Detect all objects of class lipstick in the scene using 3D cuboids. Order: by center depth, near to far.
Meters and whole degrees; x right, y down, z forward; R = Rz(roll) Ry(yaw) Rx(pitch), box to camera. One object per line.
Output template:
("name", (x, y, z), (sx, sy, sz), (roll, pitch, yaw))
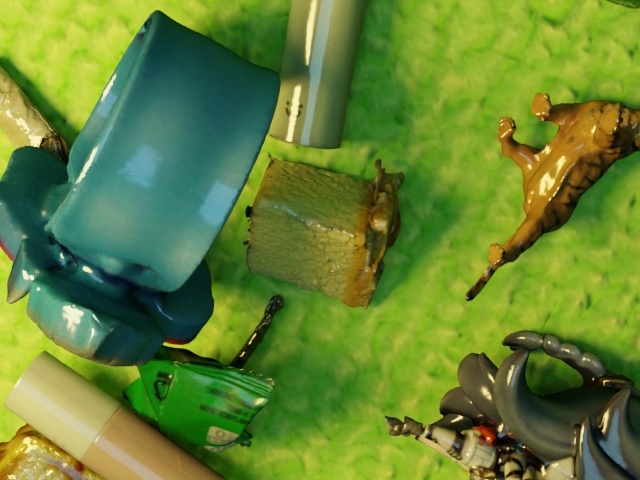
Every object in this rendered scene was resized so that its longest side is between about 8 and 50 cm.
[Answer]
("lipstick", (-0.190, 0.209, 1.291), (0.254, 0.070, 0.070), (36, 103, 0))

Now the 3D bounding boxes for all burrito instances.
("burrito", (-0.299, -0.120, 1.303), (0.041, 0.055, 0.149), (-39, 93, -21))

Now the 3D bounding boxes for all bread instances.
("bread", (0.000, 0.000, 1.265), (0.147, 0.127, 0.152), (13, 119, 5))
("bread", (-0.289, 0.293, 1.360), (0.181, 0.096, 0.222), (38, 103, -4))

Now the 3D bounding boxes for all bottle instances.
("bottle", (0.002, -0.191, 1.237), (0.072, 0.072, 0.201), (11, 102, 5))

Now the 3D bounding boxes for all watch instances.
("watch", (-0.161, -0.049, 1.156), (0.241, 0.305, 0.274), (27, 113, -17))

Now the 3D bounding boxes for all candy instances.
("candy", (-0.130, 0.157, 1.275), (0.141, 0.203, 0.078), (33, 67, 5))

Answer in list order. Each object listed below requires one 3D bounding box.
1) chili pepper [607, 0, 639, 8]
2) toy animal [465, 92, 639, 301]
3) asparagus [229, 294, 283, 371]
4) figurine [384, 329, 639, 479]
("chili pepper", (0.294, -0.260, 1.184), (0.253, 0.083, 0.099), (15, 93, 1))
("toy animal", (0.217, -0.046, 1.237), (0.116, 0.114, 0.255), (24, 114, -42))
("asparagus", (-0.074, 0.108, 1.334), (0.018, 0.015, 0.127), (34, 103, -2))
("figurine", (0.216, 0.195, 1.239), (0.265, 0.175, 0.197), (43, 98, -10))
